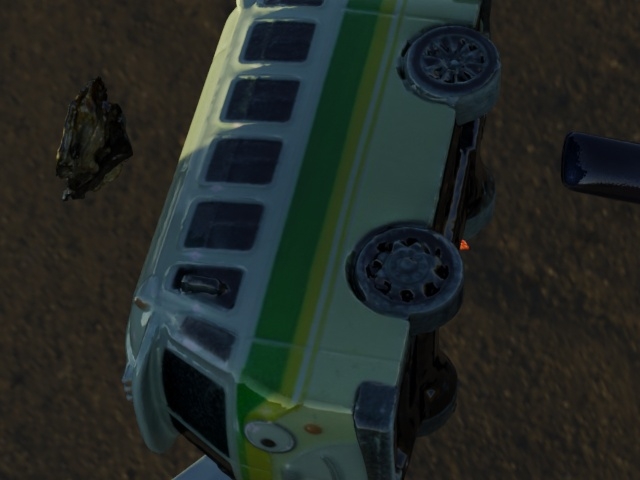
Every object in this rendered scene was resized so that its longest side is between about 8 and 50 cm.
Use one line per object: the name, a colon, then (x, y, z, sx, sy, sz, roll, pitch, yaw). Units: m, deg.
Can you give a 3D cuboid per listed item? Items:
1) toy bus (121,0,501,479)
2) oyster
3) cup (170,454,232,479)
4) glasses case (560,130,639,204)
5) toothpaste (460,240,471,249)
toy bus: (0.000, 0.000, 0.837, 0.165, 0.133, 0.276, 9, 55, 10)
oyster: (-0.104, -0.042, 0.761, 0.019, 0.083, 0.054, 23, 75, 7)
cup: (-0.106, 0.387, 1.622, 0.311, 0.331, 0.256, -33, 76, -19)
glasses case: (0.171, -0.037, 0.878, 0.083, 0.023, 0.033, 11, 89, 2)
toothpaste: (0.033, -0.066, 1.079, 0.045, 0.071, 0.193, -39, 93, -6)
